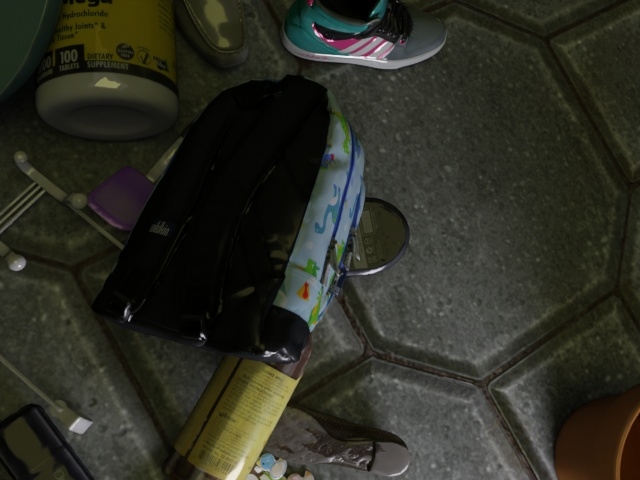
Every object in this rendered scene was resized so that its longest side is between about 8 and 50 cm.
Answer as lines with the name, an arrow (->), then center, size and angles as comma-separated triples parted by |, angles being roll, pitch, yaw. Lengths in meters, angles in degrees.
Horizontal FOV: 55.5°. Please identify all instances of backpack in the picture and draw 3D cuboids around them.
backpack -> -0.082, -0.038, 0.776 | 0.273, 0.290, 0.355 | 24, 74, -56

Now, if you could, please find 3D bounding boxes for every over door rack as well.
over door rack -> -0.362, 0.064, 0.814 | 0.324, 0.108, 0.239 | 42, 73, -5

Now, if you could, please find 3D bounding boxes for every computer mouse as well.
computer mouse -> 0.000, 0.000, 0.949 | 0.272, 0.072, 0.188 | -6, 83, -4

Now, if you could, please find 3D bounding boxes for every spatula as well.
spatula -> -0.221, -0.134, 0.928 | 0.084, 0.030, 0.296 | 43, 72, -5

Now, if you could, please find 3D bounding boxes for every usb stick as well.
usb stick -> -0.331, 0.342, 0.804 | 0.077, 0.045, 0.278 | -37, 91, -25

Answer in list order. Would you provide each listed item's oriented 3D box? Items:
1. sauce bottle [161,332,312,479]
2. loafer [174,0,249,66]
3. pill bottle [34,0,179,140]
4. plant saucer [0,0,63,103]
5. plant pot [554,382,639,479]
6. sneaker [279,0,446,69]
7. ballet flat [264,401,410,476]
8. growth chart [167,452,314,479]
sauce bottle -> -0.082, 0.181, 0.834 | 0.111, 0.111, 0.344 | 32, 78, -8
loafer -> -0.194, -0.427, 0.946 | 0.112, 0.111, 0.319 | -24, 87, -20
pill bottle -> -0.302, -0.326, 0.858 | 0.188, 0.188, 0.333 | -3, 80, -16
plant saucer -> -0.432, -0.315, 0.803 | 0.044, 0.318, 0.317 | 8, 74, -57
plant pot -> 0.509, 0.357, 0.947 | 0.291, 0.203, 0.290 | 3, 79, -16
sneaker -> 0.095, -0.370, 0.979 | 0.296, 0.178, 0.123 | -5, 81, -16
ballet flat -> 0.013, 0.292, 0.907 | 0.250, 0.058, 0.084 | 15, 96, -7
growth chart -> -0.113, 0.379, 0.869 | 0.237, 0.021, 0.172 | 30, 73, -9
